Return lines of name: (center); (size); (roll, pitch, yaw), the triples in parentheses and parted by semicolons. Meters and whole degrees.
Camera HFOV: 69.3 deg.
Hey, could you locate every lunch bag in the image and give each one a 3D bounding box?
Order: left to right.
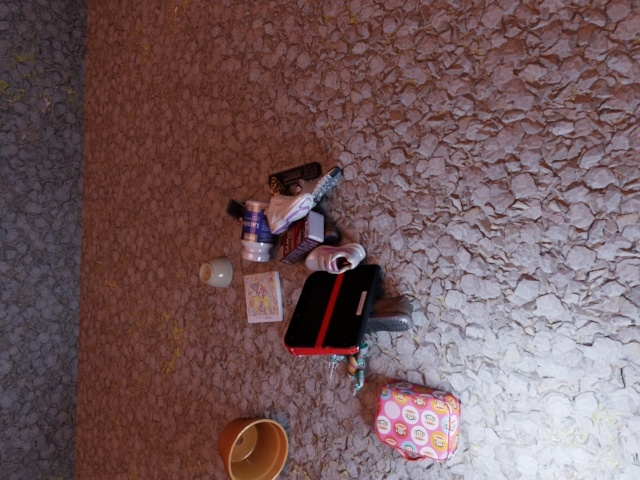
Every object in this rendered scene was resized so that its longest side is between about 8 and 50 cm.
lunch bag: (0.338, 0.651, 1.639); (0.293, 0.120, 0.257); (4, 92, 35)

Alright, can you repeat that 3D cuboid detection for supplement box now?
supplement box: (-0.082, -0.007, 1.932); (0.239, 0.073, 0.130); (-40, 39, 44)

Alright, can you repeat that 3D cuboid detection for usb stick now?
usb stick: (-0.120, -0.284, 2.044); (0.278, 0.045, 0.077); (-10, 78, 36)

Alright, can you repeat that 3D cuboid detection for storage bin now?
storage bin: (-0.369, -0.133, 2.192); (0.135, 0.091, 0.098); (31, 106, 33)

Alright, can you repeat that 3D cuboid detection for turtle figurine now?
turtle figurine: (0.122, 0.480, 1.803); (0.175, 0.118, 0.233); (27, 118, 36)

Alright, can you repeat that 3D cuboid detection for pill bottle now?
pill bottle: (-0.276, -0.045, 2.085); (0.153, 0.153, 0.264); (11, 95, 36)

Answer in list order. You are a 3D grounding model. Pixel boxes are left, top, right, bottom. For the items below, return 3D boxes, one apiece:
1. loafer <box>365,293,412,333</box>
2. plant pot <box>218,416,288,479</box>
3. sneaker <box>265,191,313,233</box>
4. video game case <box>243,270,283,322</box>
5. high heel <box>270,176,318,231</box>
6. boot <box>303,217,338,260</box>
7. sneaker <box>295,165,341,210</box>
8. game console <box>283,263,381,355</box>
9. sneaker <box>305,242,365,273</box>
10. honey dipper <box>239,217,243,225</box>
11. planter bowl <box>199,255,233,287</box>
loafer: (0.196, 0.275, 1.771); (0.366, 0.133, 0.130); (-6, 49, 37)
plant pot: (-0.316, 0.903, 2.028); (0.204, 0.291, 0.290); (-1, 88, 52)
sneaker: (-0.145, -0.137, 1.888); (0.305, 0.114, 0.152); (-35, 76, 50)
video game case: (-0.267, 0.264, 2.147); (0.207, 0.026, 0.226); (-11, 82, 35)
high heel: (-0.110, -0.179, 1.998); (0.186, 0.093, 0.261); (-21, 92, 39)
boot: (0.000, 0.000, 1.950); (0.219, 0.082, 0.106); (-43, 38, 40)
sneaker: (-0.028, -0.244, 1.926); (0.228, 0.086, 0.132); (-48, 61, 2)
game console: (0.046, 0.261, 1.773); (0.342, 0.060, 0.386); (-8, 45, 32)
sneaker: (0.046, 0.077, 1.836); (0.253, 0.111, 0.102); (-13, 111, 26)
honey dipper: (-0.347, -0.045, 2.148); (0.031, 0.030, 0.160); (26, 148, 34)
planter bowl: (-0.527, 0.158, 2.288); (0.162, 0.109, 0.161); (-1, 88, 35)
